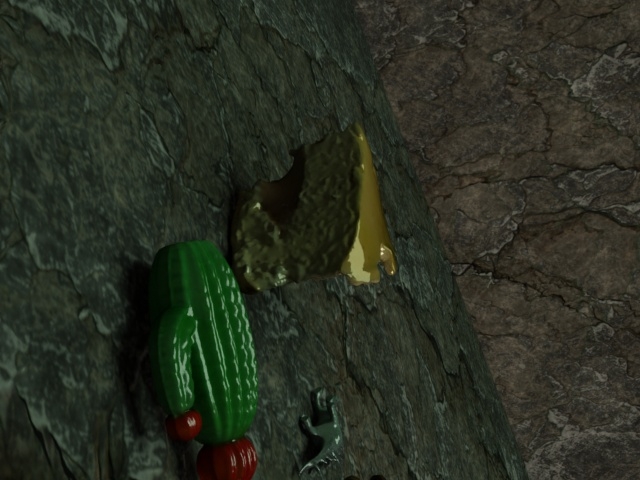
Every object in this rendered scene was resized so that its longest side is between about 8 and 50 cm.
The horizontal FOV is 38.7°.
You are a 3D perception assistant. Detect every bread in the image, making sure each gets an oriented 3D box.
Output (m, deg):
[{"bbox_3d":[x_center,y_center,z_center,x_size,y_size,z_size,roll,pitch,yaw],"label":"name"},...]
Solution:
[{"bbox_3d":[0.002,0.012,1.159,0.211,0.184,0.224,63,19,-51],"label":"bread"}]

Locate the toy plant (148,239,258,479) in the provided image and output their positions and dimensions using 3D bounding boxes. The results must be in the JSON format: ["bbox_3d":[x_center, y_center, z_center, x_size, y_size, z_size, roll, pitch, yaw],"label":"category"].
[{"bbox_3d":[-0.106,0.115,0.819,0.154,0.088,0.240,54,28,-55],"label":"toy plant"}]

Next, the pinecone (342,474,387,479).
[{"bbox_3d":[0.066,0.355,1.019,0.212,0.168,0.185,38,6,-47],"label":"pinecone"}]

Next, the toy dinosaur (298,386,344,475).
[{"bbox_3d":[0.006,0.253,1.166,0.209,0.039,0.082,-50,124,-72],"label":"toy dinosaur"}]
